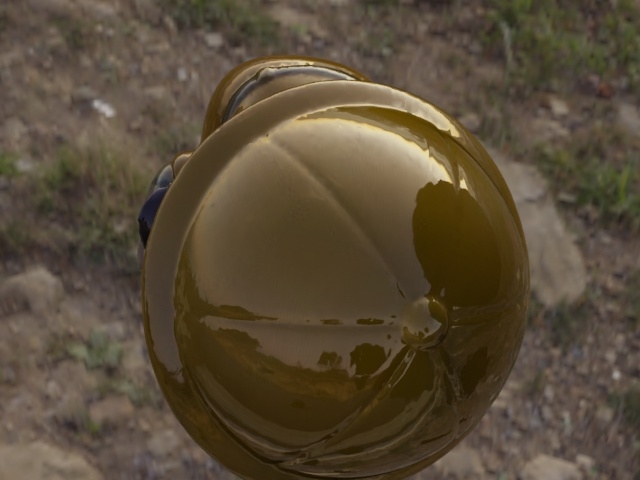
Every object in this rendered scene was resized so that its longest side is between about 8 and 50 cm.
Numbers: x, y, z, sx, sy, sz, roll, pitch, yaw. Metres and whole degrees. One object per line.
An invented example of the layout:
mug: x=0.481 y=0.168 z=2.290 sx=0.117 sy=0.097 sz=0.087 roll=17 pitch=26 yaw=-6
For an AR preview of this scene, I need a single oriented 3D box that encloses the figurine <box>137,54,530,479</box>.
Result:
figurine: x=0.001 y=-0.004 z=0.805 sx=0.192 sy=0.167 sz=0.257 roll=5 pitch=34 yaw=-18
